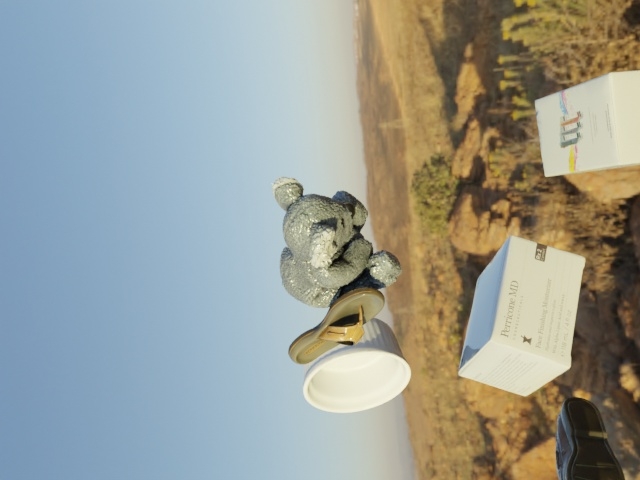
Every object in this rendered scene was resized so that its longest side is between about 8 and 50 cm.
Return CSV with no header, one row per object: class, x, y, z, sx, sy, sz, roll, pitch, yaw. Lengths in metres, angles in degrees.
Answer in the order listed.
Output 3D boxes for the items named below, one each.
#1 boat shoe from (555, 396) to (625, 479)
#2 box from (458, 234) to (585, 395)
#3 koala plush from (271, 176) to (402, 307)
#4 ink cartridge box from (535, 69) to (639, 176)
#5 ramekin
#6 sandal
boat shoe,0.535,0.464,1.315,0.307,0.110,0.104,-63,-17,-54
box,0.306,0.120,1.007,0.182,0.119,0.181,99,-171,-64
koala plush,0.000,0.000,1.103,0.196,0.203,0.221,60,-179,30
ink cartridge box,0.426,-0.170,0.964,0.176,0.128,0.127,-177,78,-75
ramekin,0.083,0.316,1.688,0.277,0.277,0.135,80,178,-47
sandal,0.030,0.160,1.128,0.090,0.219,0.060,29,-150,-43
